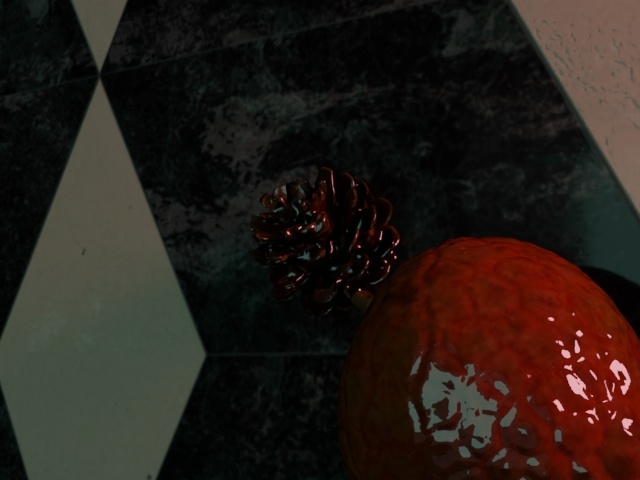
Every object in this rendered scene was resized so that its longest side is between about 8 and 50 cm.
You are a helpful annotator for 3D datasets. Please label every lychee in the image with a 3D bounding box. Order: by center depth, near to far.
[{"bbox_3d":[0.120,0.122,0.711,0.300,0.255,0.255,17,92,35],"label":"lychee"}]

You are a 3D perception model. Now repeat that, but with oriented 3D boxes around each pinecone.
[{"bbox_3d":[-0.001,0.000,0.866,0.140,0.121,0.140,-22,52,31],"label":"pinecone"}]
